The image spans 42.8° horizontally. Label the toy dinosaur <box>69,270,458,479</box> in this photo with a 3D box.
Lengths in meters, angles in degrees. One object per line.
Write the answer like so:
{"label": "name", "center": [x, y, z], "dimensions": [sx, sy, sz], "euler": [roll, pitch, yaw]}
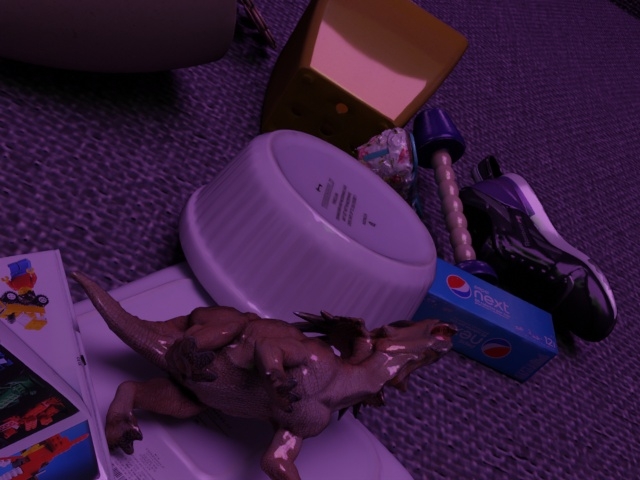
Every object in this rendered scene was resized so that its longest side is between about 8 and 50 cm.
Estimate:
{"label": "toy dinosaur", "center": [-0.051, 0.097, 0.652], "dimensions": [0.296, 0.127, 0.200], "euler": [21, 23, 0]}

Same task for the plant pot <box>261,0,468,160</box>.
{"label": "plant pot", "center": [0.037, -0.203, 1.094], "dimensions": [0.212, 0.212, 0.187], "euler": [32, 51, -7]}

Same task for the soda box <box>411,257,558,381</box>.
{"label": "soda box", "center": [0.182, 0.091, 0.994], "dimensions": [0.210, 0.067, 0.071], "euler": [26, 38, -14]}

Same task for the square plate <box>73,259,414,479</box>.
{"label": "square plate", "center": [-0.099, 0.160, 0.674], "dimensions": [0.347, 0.049, 0.344], "euler": [44, 31, 16]}

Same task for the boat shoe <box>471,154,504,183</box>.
{"label": "boat shoe", "center": [0.282, -0.074, 1.270], "dimensions": [0.049, 0.040, 0.142], "euler": [3, 49, -37]}

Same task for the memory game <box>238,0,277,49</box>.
{"label": "memory game", "center": [-0.117, -0.358, 1.187], "dimensions": [0.186, 0.012, 0.186], "euler": [56, 2, -3]}

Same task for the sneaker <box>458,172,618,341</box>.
{"label": "sneaker", "center": [0.281, 0.034, 1.130], "dimensions": [0.124, 0.107, 0.283], "euler": [-14, 55, -29]}

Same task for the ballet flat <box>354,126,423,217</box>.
{"label": "ballet flat", "center": [0.085, -0.078, 1.031], "dimensions": [0.077, 0.241, 0.091], "euler": [-12, 71, 6]}

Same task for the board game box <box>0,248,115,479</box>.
{"label": "board game box", "center": [-0.304, 0.117, 0.517], "dimensions": [0.305, 0.053, 0.193], "euler": [-10, 55, -22]}

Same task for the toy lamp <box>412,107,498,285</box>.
{"label": "toy lamp", "center": [0.174, -0.059, 1.106], "dimensions": [0.080, 0.080, 0.274], "euler": [12, 57, -30]}

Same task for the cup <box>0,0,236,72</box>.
{"label": "cup", "center": [-0.275, -0.320, 0.904], "dimensions": [0.237, 0.331, 0.331], "euler": [-26, 67, -21]}

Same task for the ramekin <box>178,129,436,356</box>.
{"label": "ramekin", "center": [0.000, 0.000, 0.848], "dimensions": [0.273, 0.127, 0.273], "euler": [32, 24, -16]}
